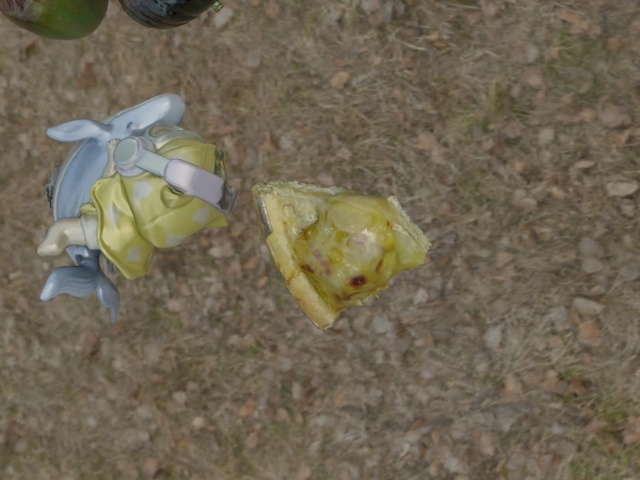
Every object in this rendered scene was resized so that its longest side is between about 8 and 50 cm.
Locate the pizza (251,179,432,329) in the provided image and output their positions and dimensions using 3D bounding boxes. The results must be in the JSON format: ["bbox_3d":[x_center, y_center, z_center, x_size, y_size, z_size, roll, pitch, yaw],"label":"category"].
[{"bbox_3d":[0.009,0.001,1.155,0.188,0.080,0.204,-29,108,27],"label":"pizza"}]

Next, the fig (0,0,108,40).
[{"bbox_3d":[-0.402,-0.392,1.452,0.181,0.191,0.181,-17,47,19],"label":"fig"}]

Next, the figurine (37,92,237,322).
[{"bbox_3d":[-0.165,-0.032,0.841,0.184,0.128,0.208,15,83,32],"label":"figurine"}]

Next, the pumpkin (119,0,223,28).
[{"bbox_3d":[-0.179,-0.361,1.278,0.202,0.202,0.140,-20,118,39],"label":"pumpkin"}]
